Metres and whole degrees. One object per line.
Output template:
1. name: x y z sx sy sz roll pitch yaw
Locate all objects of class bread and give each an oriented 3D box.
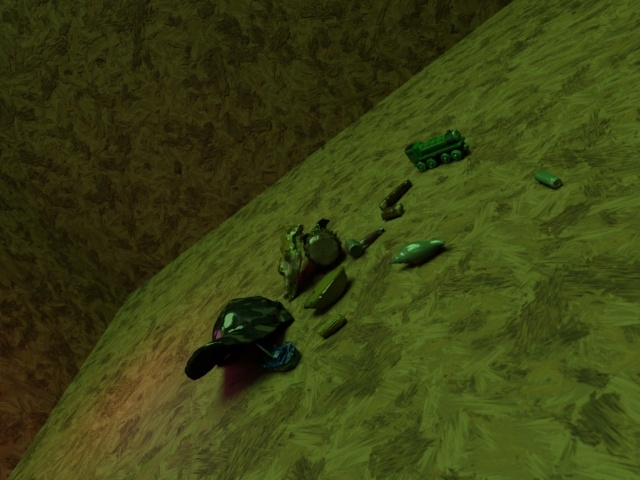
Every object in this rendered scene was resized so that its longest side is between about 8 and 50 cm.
1. bread: 0.020 0.167 1.461 0.187 0.065 0.149 -49 12 -16
2. bread: 0.266 -0.103 1.625 0.083 0.036 0.046 -18 45 44

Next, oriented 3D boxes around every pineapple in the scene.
1. pineapple: 0.000 0.000 1.732 0.310 0.141 0.170 -121 53 -76

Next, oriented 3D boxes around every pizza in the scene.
1. pizza: -0.114 0.052 1.665 0.223 0.090 0.323 103 170 -57

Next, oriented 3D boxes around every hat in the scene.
1. hat: -0.305 0.293 1.466 0.366 0.382 0.257 -35 63 10

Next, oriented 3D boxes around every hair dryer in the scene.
1. hair dryer: 0.163 -0.001 1.592 0.154 0.053 0.106 -28 17 3

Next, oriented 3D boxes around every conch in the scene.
1. conch: 0.282 0.037 1.287 0.180 0.088 0.065 -22 69 24

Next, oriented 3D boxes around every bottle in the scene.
1. bottle: 0.605 -0.163 1.173 0.030 0.030 0.083 -37 22 9

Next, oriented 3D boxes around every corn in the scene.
1. corn: 0.033 0.250 1.294 0.092 0.037 0.037 -40 20 7

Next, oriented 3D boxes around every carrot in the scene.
1. carrot: 0.296 -0.179 1.728 0.171 0.042 0.042 -42 20 -15

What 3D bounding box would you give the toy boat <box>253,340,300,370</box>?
1. toy boat: -0.154 0.338 1.327 0.175 0.110 0.091 -23 29 41

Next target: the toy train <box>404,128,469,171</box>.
1. toy train: 0.449 -0.350 1.705 0.251 0.119 0.085 -15 31 50
